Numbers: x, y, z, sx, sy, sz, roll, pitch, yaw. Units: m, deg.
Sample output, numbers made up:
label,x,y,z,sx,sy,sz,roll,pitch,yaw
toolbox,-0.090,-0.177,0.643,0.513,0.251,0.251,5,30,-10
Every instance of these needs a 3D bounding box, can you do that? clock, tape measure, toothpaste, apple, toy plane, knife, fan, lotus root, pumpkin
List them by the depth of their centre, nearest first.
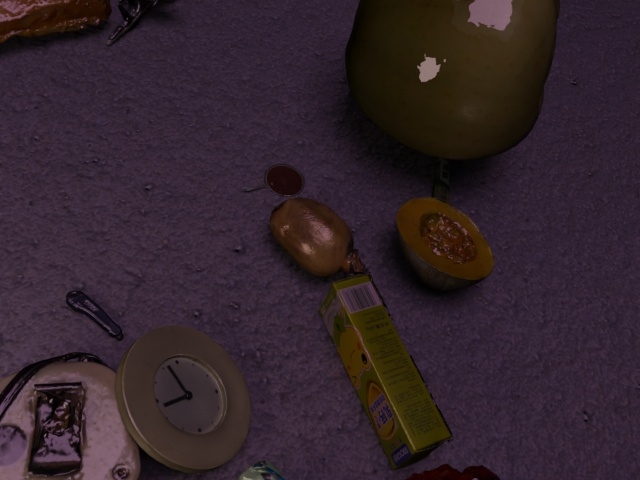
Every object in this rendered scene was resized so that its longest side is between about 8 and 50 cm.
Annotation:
label,x,y,z,sx,sy,sz,roll,pitch,yaw
tape measure,-0.404,0.281,0.988,0.271,0.133,0.231,-8,61,-19
clock,-0.207,0.241,1.070,0.235,0.029,0.235,31,38,-28
knife,-0.378,0.126,1.163,0.121,0.018,0.031,38,48,8
toothpaste,0.103,0.220,1.193,0.077,0.110,0.327,-13,63,-26
lotus root,0.000,0.000,1.305,0.221,0.118,0.125,38,72,13
pumpkin,0.234,0.024,1.375,0.217,0.110,0.217,13,43,-12
fan,-0.094,-0.118,1.418,0.133,0.005,0.085,-19,66,-28
apple,0.272,-0.388,1.445,0.474,0.473,0.473,8,56,-12
toothpaste,0.263,-0.109,1.507,0.049,0.031,0.204,12,57,-4
toy plane,-0.406,-0.539,1.549,0.192,0.088,0.262,15,53,26

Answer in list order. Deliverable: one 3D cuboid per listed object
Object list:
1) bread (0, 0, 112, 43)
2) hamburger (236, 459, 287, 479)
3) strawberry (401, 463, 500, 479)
label,x,y,z,sx,sy,sz,roll,pitch,yaw
bread,-0.634,-0.490,1.437,0.380,0.109,0.185,-24,75,-26
hamburger,-0.099,0.465,0.947,0.260,0.150,0.276,-20,66,-25
strawberry,0.208,0.455,1.005,0.274,0.220,0.274,10,52,-13
